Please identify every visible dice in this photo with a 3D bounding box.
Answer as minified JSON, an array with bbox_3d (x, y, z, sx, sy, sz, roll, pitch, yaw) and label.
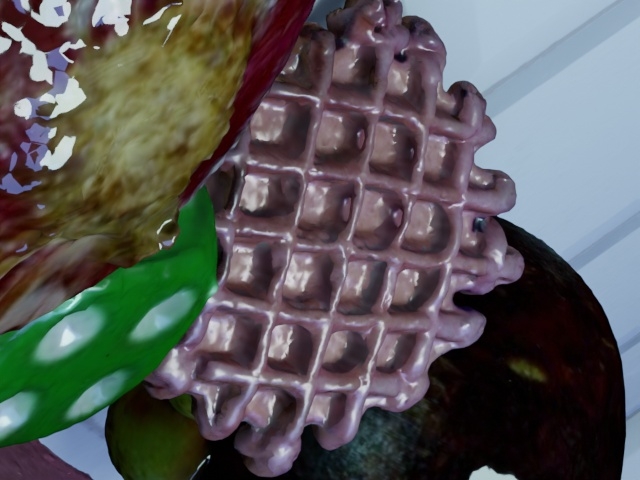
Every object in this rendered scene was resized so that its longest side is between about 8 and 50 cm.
[{"bbox_3d":[-0.128,0.001,0.707,0.128,0.131,0.120,-9,147,-50],"label":"dice"}]

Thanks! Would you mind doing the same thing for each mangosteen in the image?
[{"bbox_3d":[0.018,0.103,1.056,0.306,0.359,0.306,-54,-171,13],"label":"mangosteen"}]

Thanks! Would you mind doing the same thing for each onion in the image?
[{"bbox_3d":[-0.085,-0.116,0.397,0.206,0.216,0.207,-30,153,-33],"label":"onion"}]

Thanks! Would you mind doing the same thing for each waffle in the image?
[{"bbox_3d":[0.000,0.000,0.856,0.234,0.055,0.221,-37,118,-20],"label":"waffle"}]

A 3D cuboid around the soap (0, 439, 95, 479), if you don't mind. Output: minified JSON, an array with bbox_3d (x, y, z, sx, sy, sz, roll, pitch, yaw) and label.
[{"bbox_3d":[-0.212,0.158,0.812,0.220,0.127,0.325,-46,179,-23],"label":"soap"}]
